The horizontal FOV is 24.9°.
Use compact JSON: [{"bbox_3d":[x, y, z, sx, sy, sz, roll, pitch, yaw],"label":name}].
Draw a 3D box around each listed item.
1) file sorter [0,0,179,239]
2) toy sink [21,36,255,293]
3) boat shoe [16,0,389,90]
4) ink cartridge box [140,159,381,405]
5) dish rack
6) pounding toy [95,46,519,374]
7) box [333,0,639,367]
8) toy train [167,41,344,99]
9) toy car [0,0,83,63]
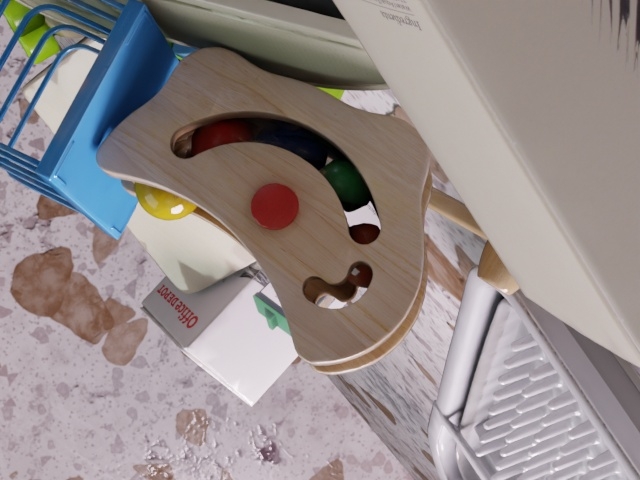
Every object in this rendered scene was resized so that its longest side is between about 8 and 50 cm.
[{"bbox_3d":[-0.164,-0.091,0.929,0.104,0.118,0.170,26,172,11],"label":"file sorter"},{"bbox_3d":[-0.112,-0.099,1.260,0.152,0.131,0.234,-29,105,36],"label":"toy sink"},{"bbox_3d":[-0.070,-0.178,0.915,0.340,0.113,0.127,16,170,40],"label":"boat shoe"},{"bbox_3d":[-0.044,0.025,1.324,0.092,0.219,0.160,44,175,-24],"label":"ink cartridge box"},{"bbox_3d":[0.186,0.183,1.028,0.286,0.072,0.333,59,162,28],"label":"dish rack"},{"bbox_3d":[0.000,0.000,0.917,0.269,0.154,0.155,23,173,10],"label":"pounding toy"},{"bbox_3d":[0.085,-0.081,0.608,0.275,0.094,0.113,54,171,-30],"label":"box"},{"bbox_3d":[-0.038,-0.136,1.101,0.143,0.105,0.248,25,-176,30],"label":"toy train"},{"bbox_3d":[-0.244,-0.285,1.299,0.188,0.155,0.149,58,173,9],"label":"toy car"}]
